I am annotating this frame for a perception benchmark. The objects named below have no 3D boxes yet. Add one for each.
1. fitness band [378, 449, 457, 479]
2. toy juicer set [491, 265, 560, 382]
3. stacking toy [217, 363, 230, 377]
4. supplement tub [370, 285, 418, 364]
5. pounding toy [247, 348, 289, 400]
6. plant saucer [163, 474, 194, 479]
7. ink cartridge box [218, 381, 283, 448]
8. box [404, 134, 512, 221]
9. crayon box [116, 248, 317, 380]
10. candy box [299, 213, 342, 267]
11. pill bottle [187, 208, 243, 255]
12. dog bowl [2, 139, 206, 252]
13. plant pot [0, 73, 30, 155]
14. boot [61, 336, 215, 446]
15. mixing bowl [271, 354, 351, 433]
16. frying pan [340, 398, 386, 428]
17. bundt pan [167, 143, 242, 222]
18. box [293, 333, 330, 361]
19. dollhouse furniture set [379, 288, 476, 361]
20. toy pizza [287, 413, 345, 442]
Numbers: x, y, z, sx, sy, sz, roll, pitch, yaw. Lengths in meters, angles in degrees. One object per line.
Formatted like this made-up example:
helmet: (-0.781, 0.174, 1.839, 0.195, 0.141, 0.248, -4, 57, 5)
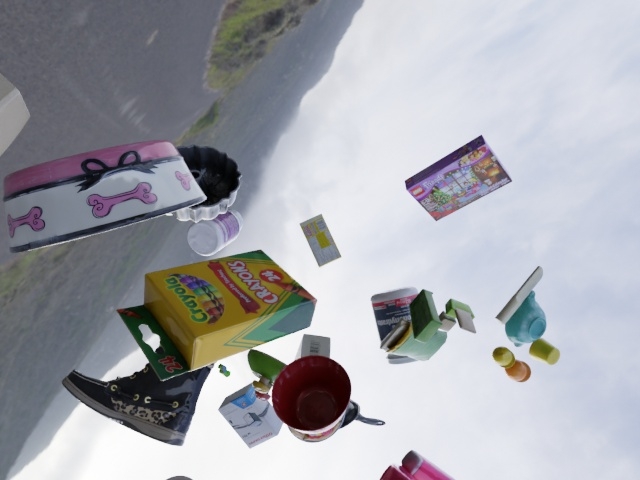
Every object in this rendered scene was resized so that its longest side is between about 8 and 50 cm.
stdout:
fitness band: (0.191, 0.353, 0.549, 0.054, 0.291, 0.209, -51, -157, -6)
toy juicer set: (0.541, 0.245, 1.304, 0.209, 0.329, 0.089, -30, -155, -15)
stacking toy: (-0.358, 0.325, 1.517, 0.052, 0.221, 0.167, -21, -168, -38)
supplement tub: (0.310, 0.325, 1.825, 0.191, 0.272, 0.191, -13, 174, -1)
pounding toy: (-0.136, 0.413, 1.365, 0.237, 0.183, 0.110, 6, -123, 43)
plant saucer: (-0.397, 0.762, 1.221, 0.041, 0.277, 0.277, -10, -144, 26)
ink cartridge box: (-0.243, 0.618, 1.662, 0.140, 0.190, 0.082, -34, -173, 19)
box: (0.461, -0.200, 1.586, 0.293, 0.201, 0.057, -31, -141, 28)
crayon box: (-0.190, 0.123, 0.894, 0.202, 0.319, 0.081, 37, -54, 36)
candy box: (0.000, 0.000, 1.949, 0.105, 0.205, 0.027, -25, 166, 2)
pill bottle: (-0.478, -0.051, 2.201, 0.169, 0.169, 0.301, -39, -176, 23)
dog bowl: (-0.467, -0.106, 1.019, 0.408, 0.150, 0.408, -14, -169, 3)
plant pot: (-0.444, -0.173, 0.599, 0.096, 0.109, 0.109, -50, -173, -24)
boot: (-0.486, 0.369, 1.318, 0.138, 0.378, 0.284, 86, 28, -65)
mixing bowl: (-0.015, 0.366, 1.078, 0.182, 0.098, 0.181, -5, -135, 5)
frying pan: (0.108, 0.622, 1.713, 0.053, 0.326, 0.197, -115, -150, -47)
bundt pan: (-0.451, -0.192, 1.692, 0.124, 0.331, 0.330, 103, 8, -49)
box: (-0.047, 0.543, 2.034, 0.311, 0.121, 0.148, 108, -11, -48)
dollhouse furniture set: (0.351, 0.334, 1.557, 0.301, 0.198, 0.151, -59, -162, 32)
toy pizza: (-0.014, 0.547, 1.502, 0.201, 0.201, 0.032, -51, -170, -10)
